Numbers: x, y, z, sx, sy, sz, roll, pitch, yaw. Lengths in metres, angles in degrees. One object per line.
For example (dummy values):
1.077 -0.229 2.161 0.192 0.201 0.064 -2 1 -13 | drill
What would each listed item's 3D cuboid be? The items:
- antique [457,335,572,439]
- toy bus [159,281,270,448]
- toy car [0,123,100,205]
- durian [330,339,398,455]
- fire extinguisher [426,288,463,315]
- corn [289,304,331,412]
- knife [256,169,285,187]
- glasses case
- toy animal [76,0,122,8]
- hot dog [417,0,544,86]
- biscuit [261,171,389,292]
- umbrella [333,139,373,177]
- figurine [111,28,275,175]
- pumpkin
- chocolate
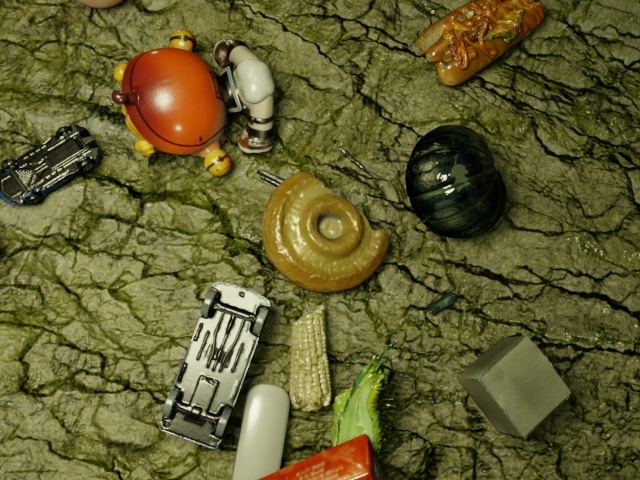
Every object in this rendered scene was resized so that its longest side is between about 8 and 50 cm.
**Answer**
0.393 0.299 1.140 0.147 0.148 0.152 -35 85 -15 | antique
-0.195 0.233 1.068 0.126 0.133 0.292 19 78 1 | toy bus
-0.550 -0.147 1.125 0.216 0.063 0.103 -36 85 -8 | toy car
0.085 0.360 1.089 0.132 0.106 0.375 10 99 2 | durian
0.272 0.131 1.220 0.083 0.025 0.038 -30 61 -14 | fire extinguisher
-0.025 0.237 1.120 0.087 0.087 0.210 -3 77 -10 | corn
-0.086 -0.122 1.218 0.121 0.018 0.031 27 74 -1 | knife
-0.117 0.400 1.082 0.092 0.059 0.233 9 76 -9 | glasses case
-0.520 -0.654 1.163 0.237 0.269 0.326 -32 117 -13 | toy animal
0.393 -0.508 1.324 0.349 0.117 0.158 -35 86 -14 | hot dog
0.000 0.000 1.160 0.274 0.091 0.213 33 77 -9 | biscuit
0.073 -0.183 1.259 0.122 0.013 0.022 45 54 3 | umbrella
-0.261 -0.288 1.132 0.323 0.196 0.320 -18 88 -22 | figurine
0.283 -0.124 1.194 0.250 0.216 0.249 10 76 -41 | pumpkin
0.027 0.513 1.011 0.235 0.108 0.237 -22 100 -2 | chocolate
